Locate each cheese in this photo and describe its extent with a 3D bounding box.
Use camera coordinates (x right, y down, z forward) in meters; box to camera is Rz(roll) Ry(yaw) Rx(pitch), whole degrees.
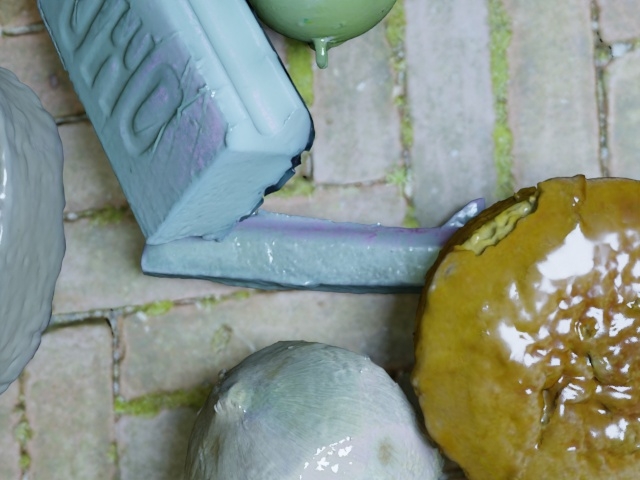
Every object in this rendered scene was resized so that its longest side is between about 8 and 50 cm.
[{"bbox_3d":[-0.367,-0.007,0.832,0.292,0.153,0.332,19,88,6],"label":"cheese"}]

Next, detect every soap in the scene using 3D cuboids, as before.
[{"bbox_3d":[-0.121,-0.141,0.792,0.150,0.094,0.261,-42,68,35],"label":"soap"}]

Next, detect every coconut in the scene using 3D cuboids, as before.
[{"bbox_3d":[-0.013,0.165,0.779,0.194,0.194,0.194,0,88,6],"label":"coconut"}]

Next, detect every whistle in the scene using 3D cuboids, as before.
[{"bbox_3d":[0.014,-0.282,0.813,0.141,0.141,0.294,11,92,6],"label":"whistle"}]

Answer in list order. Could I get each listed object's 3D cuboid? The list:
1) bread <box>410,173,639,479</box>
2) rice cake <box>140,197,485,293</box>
[{"bbox_3d":[0.182,0.083,0.760,0.268,0.146,0.269,-1,97,-5],"label":"bread"},{"bbox_3d":[-0.002,0.003,0.847,0.290,0.051,0.081,1,90,4],"label":"rice cake"}]
